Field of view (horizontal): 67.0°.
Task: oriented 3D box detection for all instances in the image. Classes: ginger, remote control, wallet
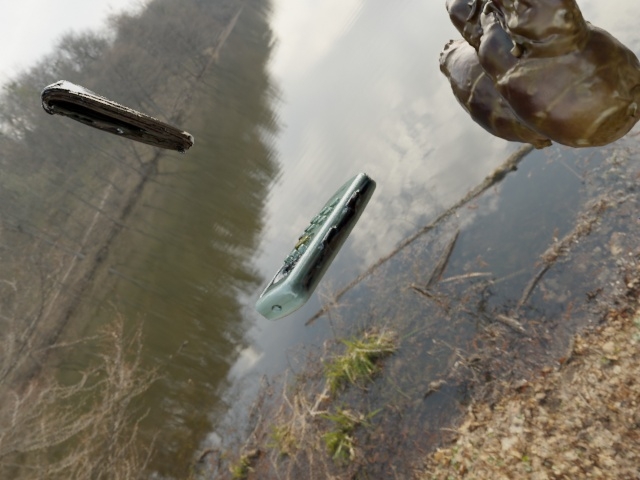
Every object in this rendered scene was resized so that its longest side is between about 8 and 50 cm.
[{"bbox_3d":[0.290,-0.260,0.719,0.152,0.274,0.357,-46,15,6],"label":"ginger"},{"bbox_3d":[0.000,0.000,0.813,0.140,0.056,0.296,-34,19,53],"label":"remote control"},{"bbox_3d":[-0.219,-0.133,0.522,0.255,0.137,0.031,33,101,58],"label":"wallet"}]
